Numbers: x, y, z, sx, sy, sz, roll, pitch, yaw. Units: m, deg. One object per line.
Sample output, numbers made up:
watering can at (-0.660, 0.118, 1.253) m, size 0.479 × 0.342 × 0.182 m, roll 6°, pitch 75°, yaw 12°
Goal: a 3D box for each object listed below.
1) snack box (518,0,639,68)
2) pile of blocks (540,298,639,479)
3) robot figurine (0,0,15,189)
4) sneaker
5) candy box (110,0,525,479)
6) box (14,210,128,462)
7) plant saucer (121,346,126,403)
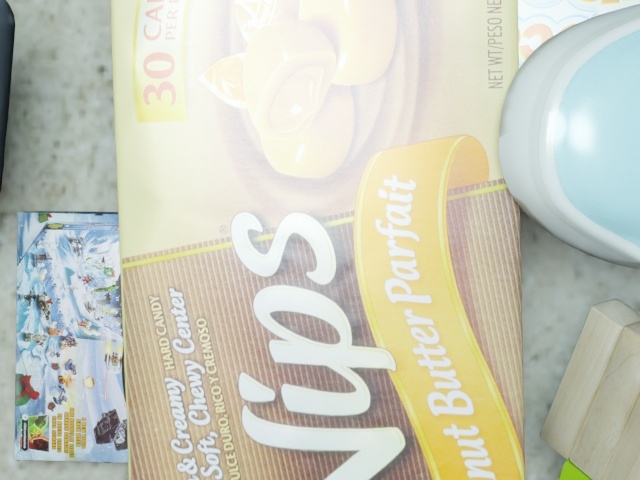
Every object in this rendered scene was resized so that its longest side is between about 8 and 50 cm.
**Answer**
snack box at (0.108, -0.163, 0.667) m, size 0.322 × 0.060 × 0.187 m, roll 22°, pitch 93°, yaw 2°
pile of blocks at (0.195, 0.203, 0.663) m, size 0.112 × 0.149 × 0.362 m, roll -11°, pitch 103°, yaw -39°
robot figurine at (-0.265, -0.080, 0.631) m, size 0.173 × 0.209 × 0.278 m, roll 3°, pitch 92°, yaw -33°
sneaker at (0.265, -0.042, 0.561) m, size 0.366 × 0.150 × 0.135 m, roll 2°, pitch 91°, yaw -19°
candy box at (0.000, 0.000, 0.608) m, size 0.183 × 0.087 × 0.316 m, roll -1°, pitch 95°, yaw 1°
box at (-0.118, 0.052, 0.700) m, size 0.094 × 0.027 × 0.137 m, roll 2°, pitch 92°, yaw 2°
plant saucer at (-0.021, 0.069, 0.680) m, size 0.168 × 0.029 × 0.168 m, roll 0°, pitch 92°, yaw -9°
